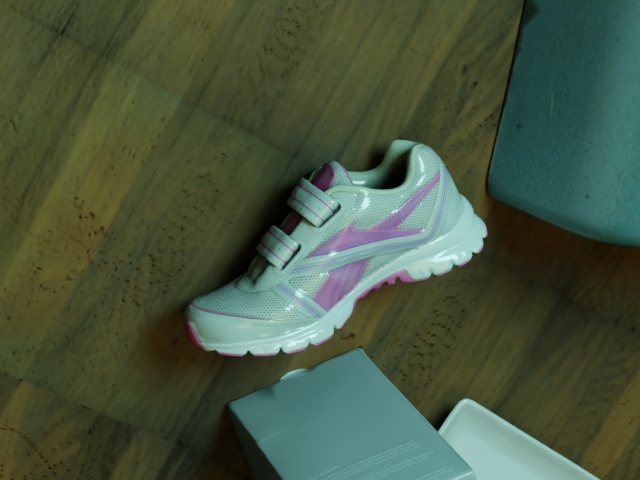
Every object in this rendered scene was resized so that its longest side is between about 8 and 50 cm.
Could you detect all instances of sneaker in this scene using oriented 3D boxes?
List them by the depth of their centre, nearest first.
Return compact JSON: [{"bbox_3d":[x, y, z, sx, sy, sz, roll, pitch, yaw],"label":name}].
[{"bbox_3d":[0.000,0.000,1.482,0.252,0.103,0.111,-29,113,-17],"label":"sneaker"}]

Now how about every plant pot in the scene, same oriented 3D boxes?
[{"bbox_3d":[0.312,-0.102,1.477,0.247,0.252,0.247,3,108,-24],"label":"plant pot"}]

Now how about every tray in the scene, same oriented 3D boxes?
[{"bbox_3d":[0.173,0.247,1.678,0.270,0.030,0.145,33,94,-29],"label":"tray"}]

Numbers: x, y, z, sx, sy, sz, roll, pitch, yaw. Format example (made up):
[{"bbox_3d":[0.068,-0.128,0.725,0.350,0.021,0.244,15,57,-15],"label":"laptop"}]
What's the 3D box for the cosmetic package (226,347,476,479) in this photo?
[{"bbox_3d":[0.028,0.186,1.480,0.127,0.238,0.107,-22,113,-10],"label":"cosmetic package"}]
